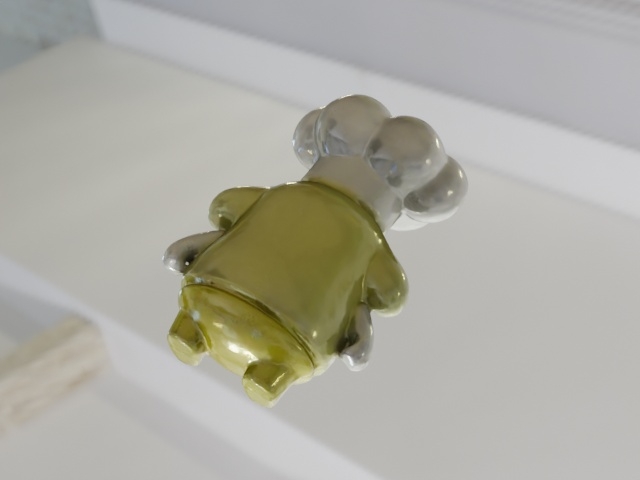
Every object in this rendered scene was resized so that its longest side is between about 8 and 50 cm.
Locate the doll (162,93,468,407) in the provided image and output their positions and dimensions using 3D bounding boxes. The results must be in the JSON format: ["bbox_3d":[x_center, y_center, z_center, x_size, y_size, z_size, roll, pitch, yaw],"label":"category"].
[{"bbox_3d":[0.000,0.000,0.760,0.106,0.062,0.162,29,-119,17],"label":"doll"}]
